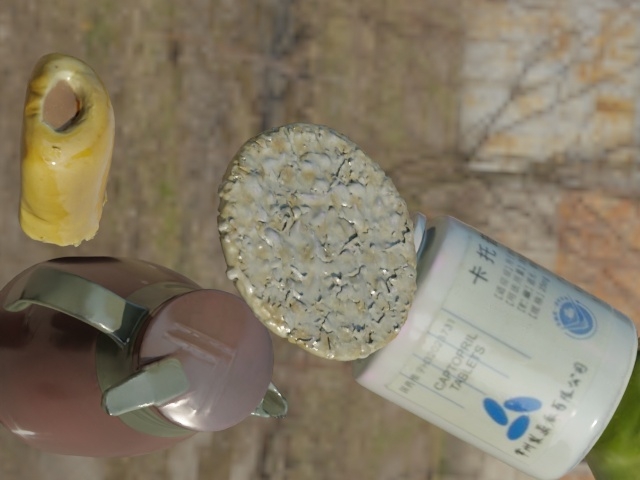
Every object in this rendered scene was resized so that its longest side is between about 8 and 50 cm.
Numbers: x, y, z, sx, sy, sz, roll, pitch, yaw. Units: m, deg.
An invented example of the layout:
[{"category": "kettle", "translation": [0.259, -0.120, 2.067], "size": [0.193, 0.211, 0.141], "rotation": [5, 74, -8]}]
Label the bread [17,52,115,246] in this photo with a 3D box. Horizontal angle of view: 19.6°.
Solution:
[{"category": "bread", "translation": [-0.239, -0.086, 1.759], "size": [0.173, 0.085, 0.134], "rotation": [106, -11, -59]}]

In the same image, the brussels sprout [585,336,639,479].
[{"category": "brussels sprout", "translation": [0.383, 0.174, 1.673], "size": [0.274, 0.317, 0.242], "rotation": [113, -25, -67]}]

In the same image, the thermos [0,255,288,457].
[{"category": "thermos", "translation": [-0.136, 0.073, 1.244], "size": [0.265, 0.176, 0.146], "rotation": [-7, -124, 65]}]

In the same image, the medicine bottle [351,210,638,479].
[{"category": "medicine bottle", "translation": [0.115, 0.074, 1.611], "size": [0.170, 0.293, 0.170], "rotation": [-61, -175, 8]}]

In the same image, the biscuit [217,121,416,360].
[{"category": "biscuit", "translation": [0.000, 0.000, 1.084], "size": [0.020, 0.152, 0.152], "rotation": [-26, -124, 46]}]
